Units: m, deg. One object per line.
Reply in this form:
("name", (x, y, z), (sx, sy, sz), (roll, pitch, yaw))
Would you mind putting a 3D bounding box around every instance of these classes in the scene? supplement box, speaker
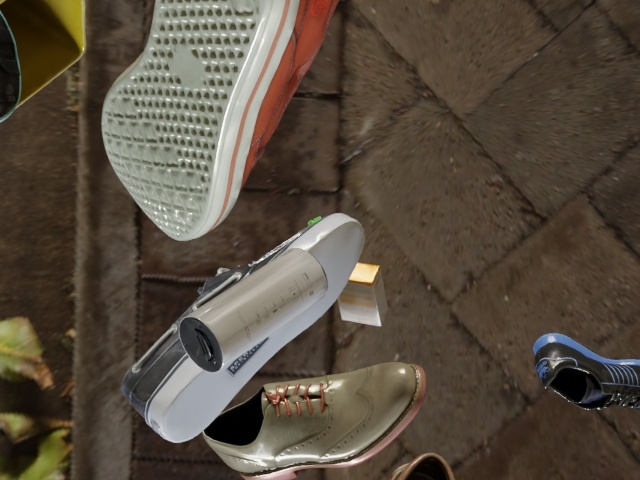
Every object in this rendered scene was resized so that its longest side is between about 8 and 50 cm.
("supplement box", (0.057, 0.075, 1.685), (0.062, 0.036, 0.098), (9, 140, 20))
("speaker", (-0.057, 0.059, 1.025), (0.055, 0.136, 0.055), (26, 133, 32))

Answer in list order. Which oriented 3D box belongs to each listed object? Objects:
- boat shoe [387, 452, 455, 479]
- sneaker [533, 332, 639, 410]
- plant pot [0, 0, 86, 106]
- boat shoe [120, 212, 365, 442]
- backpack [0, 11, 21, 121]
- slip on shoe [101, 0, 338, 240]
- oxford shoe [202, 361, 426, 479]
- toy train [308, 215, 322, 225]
("boat shoe", (0.084, 0.360, 1.227), (0.123, 0.324, 0.116), (12, 135, -3))
("sneaker", (0.414, 0.214, 1.718), (0.232, 0.090, 0.081), (19, 124, -9))
("plant pot", (-0.421, -0.280, 1.405), (0.187, 0.212, 0.212), (39, 63, 12))
("boat shoe", (-0.083, 0.072, 1.239), (0.301, 0.108, 0.102), (-47, 56, -9))
("backpack", (-0.389, -0.164, 1.126), (0.144, 0.188, 0.166), (-21, 85, 50))
("slip on shoe", (-0.063, -0.106, 0.778), (0.101, 0.331, 0.123), (-33, 75, -35))
("oxford shoe", (-0.014, 0.246, 1.647), (0.348, 0.123, 0.130), (-30, 131, 27))
("toy train", (0.000, 0.000, 1.617), (0.023, 0.083, 0.017), (-24, 134, 13))
